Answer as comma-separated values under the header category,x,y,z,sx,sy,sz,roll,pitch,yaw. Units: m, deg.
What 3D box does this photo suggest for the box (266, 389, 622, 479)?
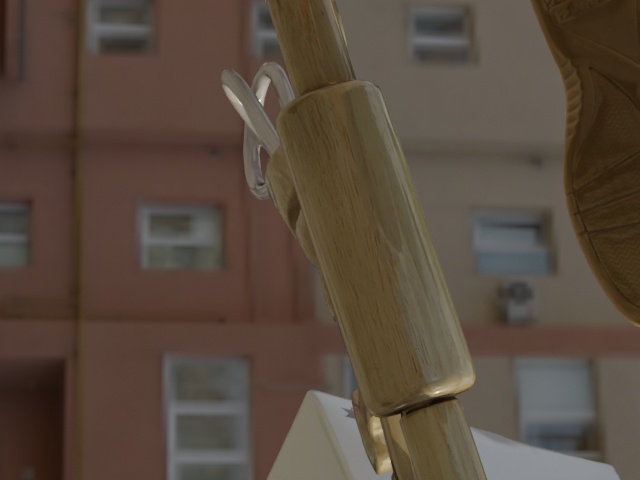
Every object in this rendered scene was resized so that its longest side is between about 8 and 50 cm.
category,x,y,z,sx,sy,sz,roll,pitch,yaw
box,0.039,0.293,1.166,0.345,0.215,0.168,-66,-157,21

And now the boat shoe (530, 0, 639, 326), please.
category,x,y,z,sx,sy,sz,roll,pitch,yaw
boat shoe,0.123,-0.047,0.745,0.059,0.063,0.170,20,57,-61

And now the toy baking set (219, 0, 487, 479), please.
category,x,y,z,sx,sy,sz,roll,pitch,yaw
toy baking set,0.001,0.000,0.584,0.197,0.030,0.256,128,-55,-80
